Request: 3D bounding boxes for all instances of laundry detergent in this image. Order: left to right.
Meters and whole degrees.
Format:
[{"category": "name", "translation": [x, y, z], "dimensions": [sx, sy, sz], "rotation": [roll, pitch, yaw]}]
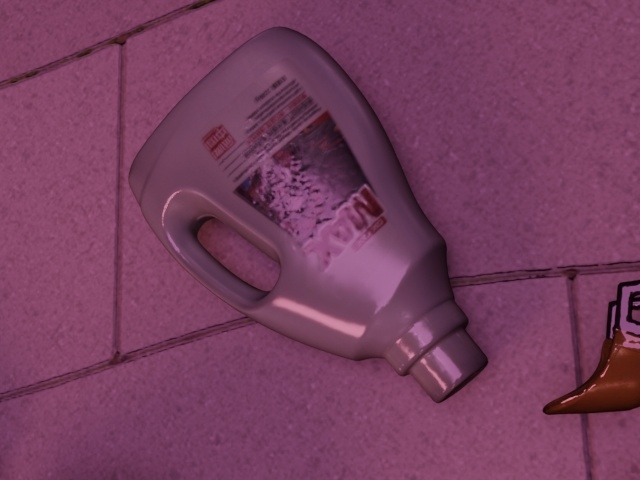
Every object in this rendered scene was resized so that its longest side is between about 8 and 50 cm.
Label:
[{"category": "laundry detergent", "translation": [0.000, 0.000, 0.839], "dimensions": [0.264, 0.125, 0.397], "rotation": [-41, 72, 4]}]

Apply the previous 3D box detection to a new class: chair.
[{"category": "chair", "translation": [0.324, 0.081, 0.701], "dimensions": [0.247, 0.159, 0.172], "rotation": [7, 82, 17]}]
